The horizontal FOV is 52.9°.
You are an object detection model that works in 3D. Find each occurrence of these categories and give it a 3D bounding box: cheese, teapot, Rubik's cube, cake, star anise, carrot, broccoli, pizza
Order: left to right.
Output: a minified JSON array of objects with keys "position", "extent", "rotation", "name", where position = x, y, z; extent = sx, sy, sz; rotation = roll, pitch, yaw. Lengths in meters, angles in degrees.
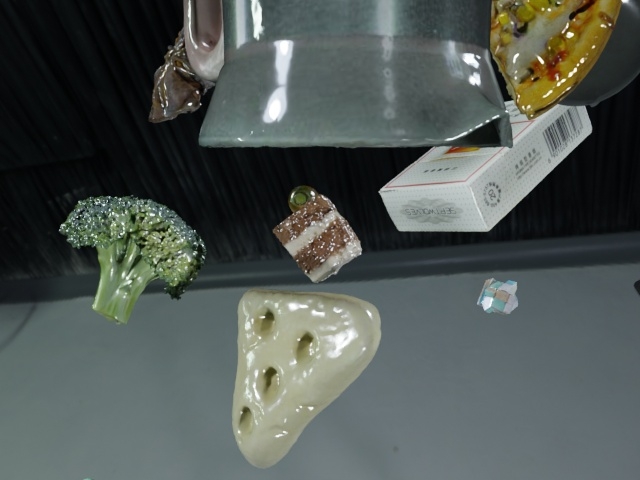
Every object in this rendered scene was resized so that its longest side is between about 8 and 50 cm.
[{"position":[-0.428,0.032,1.535],"extent":[0.249,0.375,0.302],"rotation":[-16,59,29],"name":"broccoli"},{"position":[-0.308,-0.413,1.533],"extent":[0.331,0.117,0.332],"rotation":[-32,43,35],"name":"star anise"},{"position":[-0.026,0.253,1.225],"extent":[0.328,0.129,0.351],"rotation":[-11,70,35],"name":"cheese"},{"position":[-0.034,-0.096,1.696],"extent":[0.087,0.193,0.087],"rotation":[-1,86,8],"name":"carrot"},{"position":[0.000,0.000,1.341],"extent":[0.135,0.134,0.147],"rotation":[-36,82,8],"name":"cake"},{"position":[0.004,-0.229,0.400],"extent":[0.253,0.344,0.300],"rotation":[-6,10,-42],"name":"teapot"},{"position":[0.385,0.121,1.377],"extent":[0.084,0.073,0.075],"rotation":[6,80,1],"name":"Rubik's cube"},{"position":[0.216,-0.238,0.644],"extent":[0.185,0.176,0.036],"rotation":[-52,9,11],"name":"pizza"}]

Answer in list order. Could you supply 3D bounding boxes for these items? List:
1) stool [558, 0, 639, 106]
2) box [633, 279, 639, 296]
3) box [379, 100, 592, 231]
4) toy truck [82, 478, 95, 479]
[{"position":[0.323,-0.282,0.799],"extent":[0.153,0.228,0.139],"rotation":[3,34,-2],"name":"stool"},{"position":[0.540,0.100,0.956],"extent":[0.125,0.027,0.126],"rotation":[20,19,1],"name":"box"},{"position":[0.290,-0.138,1.121],"extent":[0.330,0.095,0.210],"rotation":[-40,22,-28],"name":"box"},{"position":[-0.309,0.422,0.934],"extent":[0.078,0.154,0.080],"rotation":[-7,28,8],"name":"toy truck"}]
